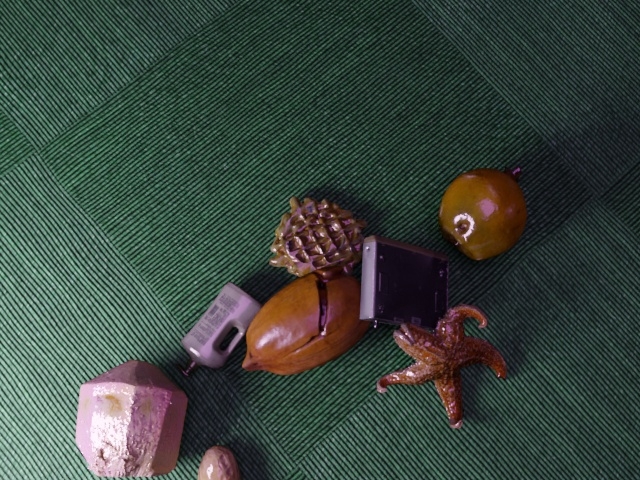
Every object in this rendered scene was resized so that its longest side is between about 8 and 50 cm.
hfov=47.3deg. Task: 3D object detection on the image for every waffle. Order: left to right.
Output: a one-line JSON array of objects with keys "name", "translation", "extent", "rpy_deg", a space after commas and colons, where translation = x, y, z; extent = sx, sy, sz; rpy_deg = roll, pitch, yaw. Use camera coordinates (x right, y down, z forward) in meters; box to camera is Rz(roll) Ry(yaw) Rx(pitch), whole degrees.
[{"name": "waffle", "translation": [0.000, -0.001, 1.777], "extent": [0.224, 0.054, 0.204], "rpy_deg": [21, 77, 2]}]

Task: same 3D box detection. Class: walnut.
[{"name": "walnut", "translation": [-0.038, 0.196, 1.664], "extent": [0.336, 0.209, 0.209], "rpy_deg": [-35, 81, -1]}]

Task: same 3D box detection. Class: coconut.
[{"name": "coconut", "translation": [-0.410, 0.383, 1.593], "extent": [0.233, 0.233, 0.245], "rpy_deg": [4, 81, -1]}]

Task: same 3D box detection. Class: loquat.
[{"name": "loquat", "translation": [0.397, -0.080, 1.738], "extent": [0.213, 0.213, 0.246], "rpy_deg": [39, 82, 6]}]

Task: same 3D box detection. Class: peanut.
[{"name": "peanut", "translation": [-0.216, 0.566, 1.627], "extent": [0.099, 0.090, 0.214], "rpy_deg": [-19, 78, 4]}]

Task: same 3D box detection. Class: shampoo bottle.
[{"name": "shampoo bottle", "translation": [-0.241, 0.219, 1.702], "extent": [0.118, 0.087, 0.234], "rpy_deg": [37, 79, 6]}]

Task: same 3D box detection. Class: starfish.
[{"name": "starfish", "translation": [0.279, 0.289, 1.682], "extent": [0.312, 0.113, 0.303], "rpy_deg": [-19, 111, -6]}]

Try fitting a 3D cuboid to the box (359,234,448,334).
[{"name": "box", "translation": [0.201, 0.110, 1.686], "extent": [0.270, 0.045, 0.210], "rpy_deg": [16, 72, -40]}]
